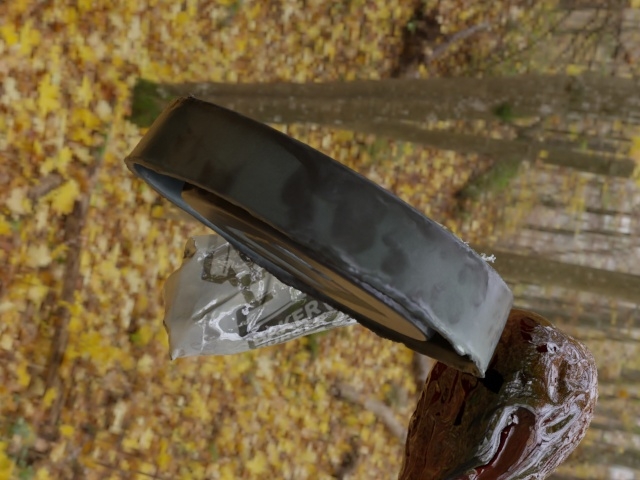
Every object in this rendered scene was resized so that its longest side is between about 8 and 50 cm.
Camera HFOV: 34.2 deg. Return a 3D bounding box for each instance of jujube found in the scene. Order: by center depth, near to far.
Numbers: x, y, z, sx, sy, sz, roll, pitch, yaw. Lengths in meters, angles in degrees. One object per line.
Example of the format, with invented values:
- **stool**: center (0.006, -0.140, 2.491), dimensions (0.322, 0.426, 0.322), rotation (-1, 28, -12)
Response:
- **jujube**: center (0.174, 0.183, 1.042), dimensions (0.236, 0.168, 0.168), rotation (-54, 153, -9)

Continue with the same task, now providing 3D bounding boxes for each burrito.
- **burrito**: center (0.017, 0.036, 1.233), dimensions (0.445, 0.101, 0.139), rotation (-11, 79, -26)

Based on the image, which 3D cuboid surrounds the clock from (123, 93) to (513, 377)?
- **clock**: center (0.000, 0.000, 0.817), dimensions (0.067, 0.325, 0.325), rotation (-59, 154, -7)
